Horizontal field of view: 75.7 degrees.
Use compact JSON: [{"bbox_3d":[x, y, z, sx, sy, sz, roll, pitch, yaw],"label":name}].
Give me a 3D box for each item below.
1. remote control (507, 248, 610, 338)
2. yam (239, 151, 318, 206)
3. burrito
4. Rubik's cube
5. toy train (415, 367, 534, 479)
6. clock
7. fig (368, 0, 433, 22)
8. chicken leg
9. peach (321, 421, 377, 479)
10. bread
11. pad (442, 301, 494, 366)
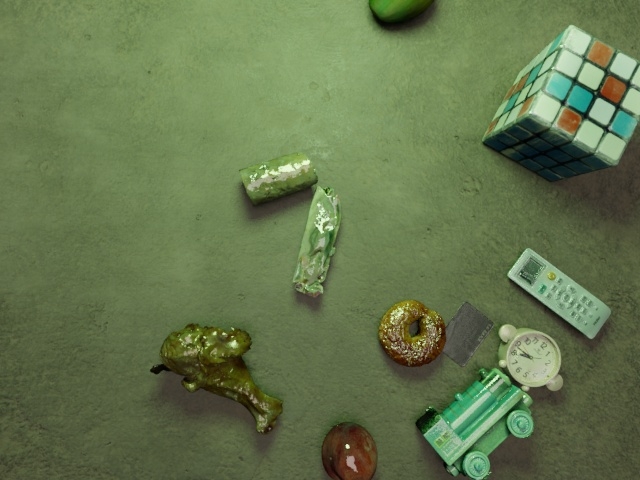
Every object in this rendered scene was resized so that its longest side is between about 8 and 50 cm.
[{"bbox_3d":[0.669,0.150,1.162,0.293,0.051,0.103,38,86,3],"label":"remote control"},{"bbox_3d":[-0.110,-0.169,1.108,0.193,0.107,0.108,-19,89,-4],"label":"yam"},{"bbox_3d":[-0.003,0.000,1.126,0.095,0.066,0.310,12,85,0],"label":"burrito"},{"bbox_3d":[0.633,-0.335,1.075,0.256,0.259,0.254,29,89,-1],"label":"Rubik's cube"},{"bbox_3d":[0.419,0.483,1.106,0.298,0.120,0.194,-41,85,-4],"label":"toy train"},{"bbox_3d":[0.577,0.324,1.146,0.155,0.063,0.229,-45,88,-1],"label":"clock"},{"bbox_3d":[0.219,-0.686,1.116,0.191,0.181,0.181,-37,90,19],"label":"fig"},{"bbox_3d":[-0.236,0.333,1.074,0.360,0.140,0.212,32,107,-11],"label":"chicken leg"},{"bbox_3d":[0.069,0.552,1.076,0.151,0.152,0.152,0,88,-3],"label":"peach"},{"bbox_3d":[0.252,0.257,1.131,0.193,0.064,0.194,0,85,-3],"label":"bread"},{"bbox_3d":[0.407,0.265,1.167,0.112,0.003,0.157,38,86,-1],"label":"pad"}]
